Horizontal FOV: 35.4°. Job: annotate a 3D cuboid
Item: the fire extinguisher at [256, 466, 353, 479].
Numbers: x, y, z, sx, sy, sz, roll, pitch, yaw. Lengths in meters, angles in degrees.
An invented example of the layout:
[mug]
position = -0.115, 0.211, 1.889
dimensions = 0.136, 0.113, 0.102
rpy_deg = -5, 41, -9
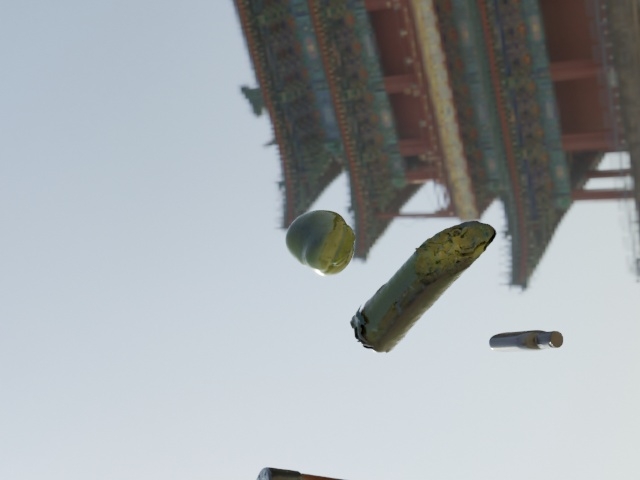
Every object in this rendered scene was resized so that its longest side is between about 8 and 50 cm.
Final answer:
[fire extinguisher]
position = 0.070, 0.474, 1.643
dimensions = 0.113, 0.376, 0.200
rpy_deg = -99, 23, -54

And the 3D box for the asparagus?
[asparagus]
position = 0.216, 0.090, 2.161
dimensions = 0.128, 0.382, 0.108
rpy_deg = 29, -150, -21

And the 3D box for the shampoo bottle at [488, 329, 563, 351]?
[shampoo bottle]
position = 0.389, 0.187, 1.870
dimensions = 0.080, 0.165, 0.040
rpy_deg = 0, -98, -25

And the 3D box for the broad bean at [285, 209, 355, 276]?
[broad bean]
position = 0.000, 0.000, 1.931
dimensions = 0.124, 0.174, 0.082
rpy_deg = -43, -47, 1
